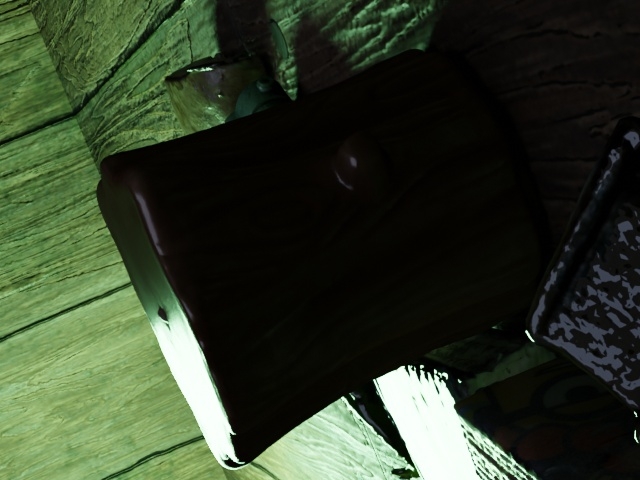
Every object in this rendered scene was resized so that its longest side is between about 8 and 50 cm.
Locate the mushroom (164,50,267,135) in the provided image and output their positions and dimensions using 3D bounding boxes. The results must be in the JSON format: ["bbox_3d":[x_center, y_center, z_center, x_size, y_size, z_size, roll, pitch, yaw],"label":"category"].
[{"bbox_3d":[-0.094,-0.125,1.481,0.094,0.072,0.210,65,168,-14],"label":"mushroom"}]

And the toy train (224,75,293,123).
[{"bbox_3d":[-0.020,-0.059,1.308,0.178,0.071,0.105,51,152,46],"label":"toy train"}]

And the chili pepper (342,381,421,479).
[{"bbox_3d":[-0.007,0.063,1.478,0.359,0.076,0.085,61,141,27],"label":"chili pepper"}]

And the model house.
[{"bbox_3d":[0.175,0.048,0.679,0.152,0.106,0.165,44,-168,33],"label":"model house"}]

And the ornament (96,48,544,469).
[{"bbox_3d":[0.000,0.000,0.986,0.221,0.217,0.235,51,160,50],"label":"ornament"}]

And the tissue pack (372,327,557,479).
[{"bbox_3d":[0.115,0.138,1.076,0.173,0.073,0.235,62,168,-8],"label":"tissue pack"}]

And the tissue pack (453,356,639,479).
[{"bbox_3d":[0.150,0.111,0.822,0.148,0.108,0.060,38,147,63],"label":"tissue pack"}]
